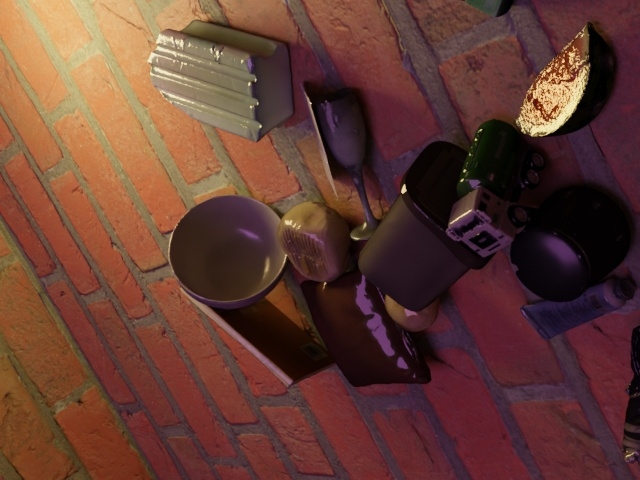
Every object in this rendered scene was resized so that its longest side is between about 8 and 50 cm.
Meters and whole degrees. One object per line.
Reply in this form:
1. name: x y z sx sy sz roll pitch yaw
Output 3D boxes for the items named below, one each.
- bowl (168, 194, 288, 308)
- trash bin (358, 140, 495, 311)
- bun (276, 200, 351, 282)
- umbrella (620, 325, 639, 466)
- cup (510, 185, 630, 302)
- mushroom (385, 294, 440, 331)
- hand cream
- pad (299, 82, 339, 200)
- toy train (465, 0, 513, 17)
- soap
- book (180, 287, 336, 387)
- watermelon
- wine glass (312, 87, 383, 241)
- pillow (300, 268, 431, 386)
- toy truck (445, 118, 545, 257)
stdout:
1. bowl: -0.217 0.045 2.196 0.287 0.287 0.144 40 160 17
2. trash bin: 0.208 -0.013 1.709 0.219 0.220 0.250 39 136 3
3. bun: 0.000 0.000 2.041 0.178 0.128 0.193 17 140 38
4. umbrella: 0.611 0.254 1.637 0.113 0.106 0.357 11 118 30
5. cup: 0.408 0.002 1.573 0.223 0.176 0.169 19 134 35
6. mushroom: 0.199 0.124 1.933 0.148 0.112 0.148 -12 73 45
7. hand cream: 0.477 0.126 1.694 0.088 0.055 0.256 47 145 -4
8. pad: -0.002 -0.206 1.897 0.156 0.004 0.232 -111 4 -64
9. toy train: 0.277 -0.478 1.425 0.119 0.085 0.251 33 140 16
10. soap: -0.228 -0.363 2.006 0.347 0.115 0.208 23 132 34
11. book: -0.148 0.214 2.266 0.374 0.262 0.028 38 110 19
12. watermelon: 0.404 -0.244 1.491 0.119 0.063 0.245 62 150 23
13. wine glass: 0.144 -0.167 1.837 0.264 0.096 0.309 -8 113 23
14. pillow: 0.093 0.208 2.115 0.305 0.108 0.308 -17 102 56
15. toy truck: 0.300 -0.098 1.570 0.125 0.242 0.101 34 144 -16
